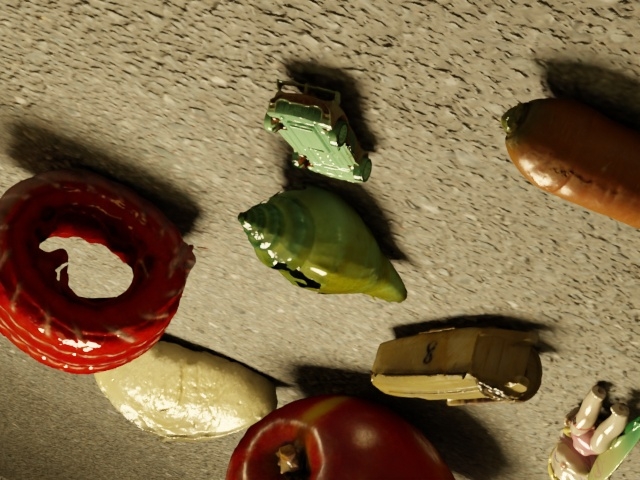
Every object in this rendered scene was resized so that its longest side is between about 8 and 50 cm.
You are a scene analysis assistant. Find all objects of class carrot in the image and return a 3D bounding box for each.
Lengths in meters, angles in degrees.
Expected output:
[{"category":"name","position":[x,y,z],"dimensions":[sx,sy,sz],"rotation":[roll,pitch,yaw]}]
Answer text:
[{"category":"carrot","position":[0.229,-0.020,0.931],"dimensions":[0.271,0.062,0.066],"rotation":[24,127,-18]}]

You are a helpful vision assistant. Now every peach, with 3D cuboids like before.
[{"category":"peach","position":[0.038,0.285,1.693],"dimensions":[0.257,0.201,0.361],"rotation":[-28,150,25]}]

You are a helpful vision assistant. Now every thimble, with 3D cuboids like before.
[{"category":"thimble","position":[-0.220,0.030,1.338],"dimensions":[0.189,0.163,0.125],"rotation":[23,158,-6]}]

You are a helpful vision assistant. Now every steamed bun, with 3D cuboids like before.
[{"category":"steamed bun","position":[-0.191,0.189,1.790],"dimensions":[0.212,0.110,0.231],"rotation":[30,155,-21]}]

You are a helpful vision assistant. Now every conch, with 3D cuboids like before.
[{"category":"conch","position":[-0.002,0.003,1.198],"dimensions":[0.095,0.079,0.201],"rotation":[32,175,29]}]

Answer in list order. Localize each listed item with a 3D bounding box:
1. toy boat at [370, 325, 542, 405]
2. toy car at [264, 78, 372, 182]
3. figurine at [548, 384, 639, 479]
[{"category":"toy boat","position":[0.127,0.122,1.366],"dimensions":[0.088,0.068,0.226],"rotation":[25,160,-26]},{"category":"toy car","position":[0.003,-0.073,1.046],"dimensions":[0.059,0.035,0.122],"rotation":[13,167,21]},{"category":"figurine","position":[0.270,0.194,1.425],"dimensions":[0.083,0.083,0.187],"rotation":[17,147,11]}]
